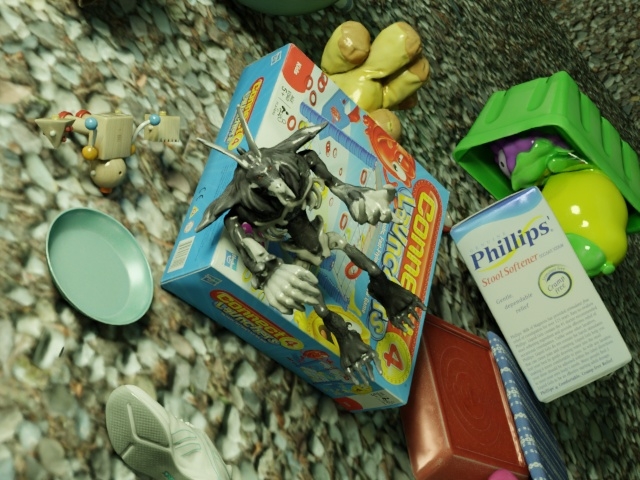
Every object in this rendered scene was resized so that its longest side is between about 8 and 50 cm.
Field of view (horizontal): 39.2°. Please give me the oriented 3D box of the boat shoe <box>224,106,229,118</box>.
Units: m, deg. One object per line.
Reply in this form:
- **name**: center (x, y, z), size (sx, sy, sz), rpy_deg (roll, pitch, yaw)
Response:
- **boat shoe**: center (-0.075, -0.107, 1.093), size (0.066, 0.066, 0.183), rpy_deg (22, 46, -47)

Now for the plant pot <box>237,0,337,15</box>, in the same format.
- **plant pot**: center (-0.047, -0.438, 1.273), size (0.290, 0.290, 0.195), rpy_deg (64, -6, 8)

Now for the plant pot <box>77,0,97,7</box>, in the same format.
- **plant pot**: center (-0.262, -0.372, 0.971), size (0.165, 0.167, 0.167), rpy_deg (45, 32, -10)

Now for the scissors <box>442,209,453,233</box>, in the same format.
- **scissors**: center (0.134, -0.049, 1.410), size (0.297, 0.021, 0.109), rpy_deg (-12, 76, -58)

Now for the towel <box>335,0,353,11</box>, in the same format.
- **towel**: center (-0.059, -0.510, 1.518), size (0.285, 0.034, 0.209), rpy_deg (9, 58, -51)

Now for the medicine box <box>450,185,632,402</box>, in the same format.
- **medicine box**: center (0.342, 0.079, 1.407), size (0.289, 0.149, 0.263), rpy_deg (63, 12, 8)

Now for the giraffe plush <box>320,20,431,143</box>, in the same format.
- **giraffe plush**: center (0.051, -0.183, 1.247), size (0.181, 0.210, 0.171), rpy_deg (61, 23, -53)

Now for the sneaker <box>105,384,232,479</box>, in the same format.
- **sneaker**: center (-0.129, 0.179, 0.777), size (0.152, 0.053, 0.061), rpy_deg (55, 20, -19)

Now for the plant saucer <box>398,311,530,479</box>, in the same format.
- **plant saucer**: center (0.193, 0.216, 1.228), size (0.258, 0.047, 0.259), rpy_deg (27, 42, -44)

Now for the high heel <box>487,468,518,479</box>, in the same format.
- **high heel**: center (0.201, 0.371, 1.066), size (0.117, 0.082, 0.244), rpy_deg (48, 43, -39)

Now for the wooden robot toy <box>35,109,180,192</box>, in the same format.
- **wooden robot toy**: center (-0.214, -0.088, 0.895), size (0.173, 0.076, 0.079), rpy_deg (-17, 113, -60)

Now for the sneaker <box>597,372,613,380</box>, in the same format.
- **sneaker**: center (0.517, 0.190, 1.743), size (0.071, 0.068, 0.170), rpy_deg (5, 67, -73)

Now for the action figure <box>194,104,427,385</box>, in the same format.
- **action figure**: center (0.000, 0.000, 0.840), size (0.276, 0.164, 0.141), rpy_deg (52, -13, -27)

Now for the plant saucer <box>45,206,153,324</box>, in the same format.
- **plant saucer**: center (-0.205, 0.026, 0.821), size (0.119, 0.021, 0.119), rpy_deg (37, 36, -33)

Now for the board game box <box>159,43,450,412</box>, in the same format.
- **board game box**: center (0.003, -0.010, 1.023), size (0.302, 0.086, 0.308), rpy_deg (38, 52, -32)

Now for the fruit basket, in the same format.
- **fruit basket**: center (0.446, -0.078, 1.672), size (0.392, 0.283, 0.392), rpy_deg (11, 74, -43)

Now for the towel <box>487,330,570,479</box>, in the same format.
- **towel**: center (0.307, 0.319, 1.242), size (0.243, 0.040, 0.336), rpy_deg (52, 21, -44)
